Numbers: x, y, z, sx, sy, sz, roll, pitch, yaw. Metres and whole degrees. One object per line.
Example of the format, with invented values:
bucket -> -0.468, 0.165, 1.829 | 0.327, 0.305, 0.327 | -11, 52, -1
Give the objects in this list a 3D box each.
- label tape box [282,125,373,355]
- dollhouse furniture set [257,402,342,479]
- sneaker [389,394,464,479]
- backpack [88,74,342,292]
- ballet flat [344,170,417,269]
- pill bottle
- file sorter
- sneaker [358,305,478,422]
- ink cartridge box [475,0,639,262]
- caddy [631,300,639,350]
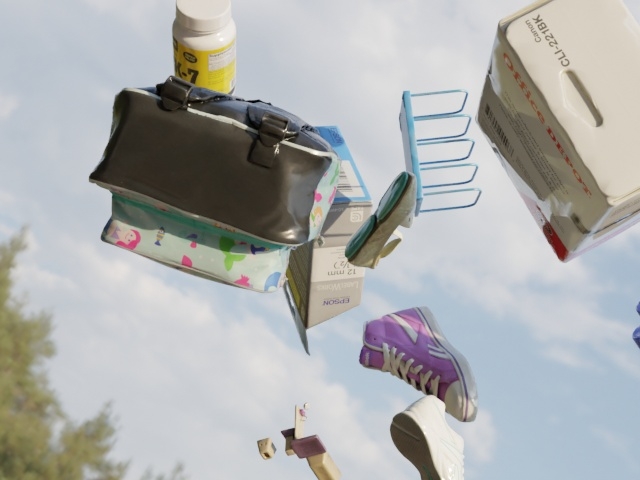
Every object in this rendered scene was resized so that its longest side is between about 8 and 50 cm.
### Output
label tape box -> 0.000, 0.000, 1.920 | 0.249, 0.115, 0.348 | -112, -161, -50
dollhouse furniture set -> -0.024, 0.288, 1.459 | 0.091, 0.081, 0.114 | -17, -52, 15
sneaker -> 0.117, 0.216, 0.981 | 0.053, 0.061, 0.152 | -5, -70, 42
backpack -> -0.093, -0.060, 1.036 | 0.225, 0.191, 0.253 | 18, 13, 2
ballet flat -> 0.089, -0.024, 1.320 | 0.052, 0.057, 0.168 | 23, -47, -16
pill bottle -> -0.216, -0.359, 1.934 | 0.119, 0.119, 0.208 | 25, -38, 16
file sorter -> 0.184, -0.136, 1.611 | 0.104, 0.170, 0.118 | -6, -12, 1
sneaker -> 0.155, 0.224, 1.790 | 0.282, 0.161, 0.102 | -125, -148, -55
ink cartridge box -> 0.256, -0.109, 1.030 | 0.197, 0.114, 0.273 | 61, -1, 12
caddy -> 0.630, 0.115, 1.545 | 0.341, 0.241, 0.179 | -39, -88, 27
